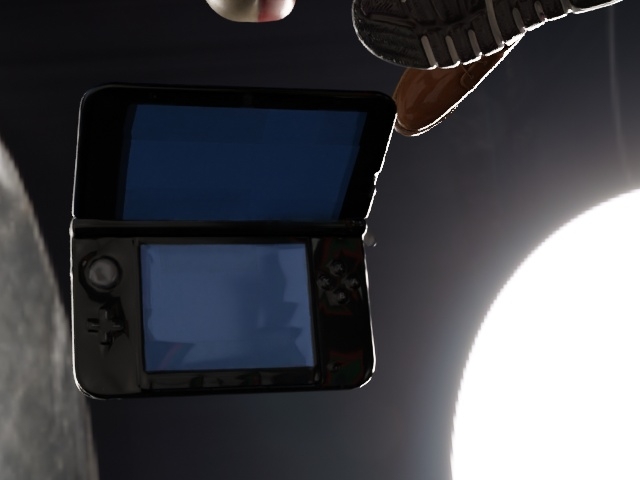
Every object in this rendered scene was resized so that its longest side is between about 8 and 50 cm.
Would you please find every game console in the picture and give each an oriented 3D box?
[{"bbox_3d":[-0.077,0.006,1.100,0.173,0.293,0.250,132,-45,-67],"label":"game console"}]

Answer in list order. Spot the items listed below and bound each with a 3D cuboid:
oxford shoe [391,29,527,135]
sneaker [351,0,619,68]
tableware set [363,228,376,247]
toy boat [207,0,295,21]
[{"bbox_3d":[0.160,-0.204,1.362,0.076,0.212,0.076,44,-5,-10],"label":"oxford shoe"},{"bbox_3d":[0.180,-0.235,1.113,0.162,0.281,0.106,-36,115,-61],"label":"sneaker"},{"bbox_3d":[0.000,0.000,1.356,0.128,0.039,0.194,-49,-141,14],"label":"tableware set"},{"bbox_3d":[-0.014,-0.261,0.849,0.231,0.151,0.151,119,-43,-53],"label":"toy boat"}]
